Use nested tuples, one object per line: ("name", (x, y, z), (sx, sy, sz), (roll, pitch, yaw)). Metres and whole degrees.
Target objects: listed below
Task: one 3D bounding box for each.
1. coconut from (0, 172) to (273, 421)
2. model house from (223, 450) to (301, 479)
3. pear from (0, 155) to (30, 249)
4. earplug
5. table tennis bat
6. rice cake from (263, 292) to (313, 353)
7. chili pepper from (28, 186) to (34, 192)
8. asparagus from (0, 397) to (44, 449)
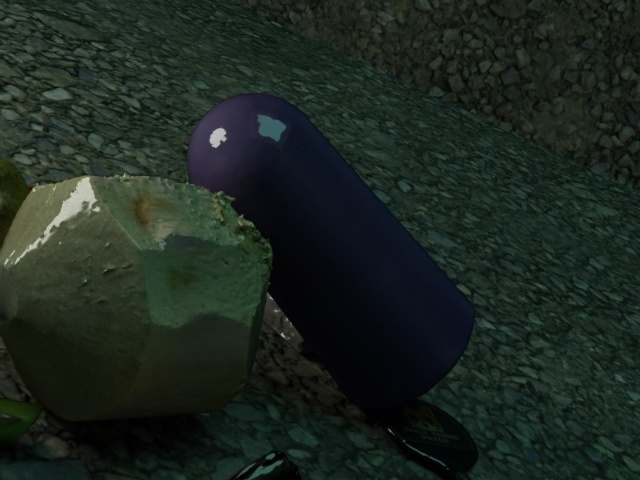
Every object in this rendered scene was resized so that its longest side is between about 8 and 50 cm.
("coconut", (-0.227, 0.059, 1.502), (0.309, 0.297, 0.297), (5, 31, -49))
("model house", (-0.045, 0.378, 1.167), (0.282, 0.297, 0.317), (49, -13, 18))
("pear", (-0.437, -0.038, 1.635), (0.167, 0.136, 0.167), (6, 67, -14))
("earplug", (0.000, 0.000, 1.712), (0.456, 0.215, 0.215), (51, 10, -29))
("table tennis bat", (0.160, 0.283, 1.783), (0.150, 0.027, 0.236), (14, 24, -30))
("rice cake", (-0.082, 0.064, 1.948), (0.298, 0.050, 0.106), (41, 27, 29))
("chili pepper", (-0.429, -0.046, 1.784), (0.368, 0.092, 0.137), (27, 3, -19))
("asparagus", (-0.415, 0.173, 1.342), (0.277, 0.060, 0.067), (15, 6, -27))
